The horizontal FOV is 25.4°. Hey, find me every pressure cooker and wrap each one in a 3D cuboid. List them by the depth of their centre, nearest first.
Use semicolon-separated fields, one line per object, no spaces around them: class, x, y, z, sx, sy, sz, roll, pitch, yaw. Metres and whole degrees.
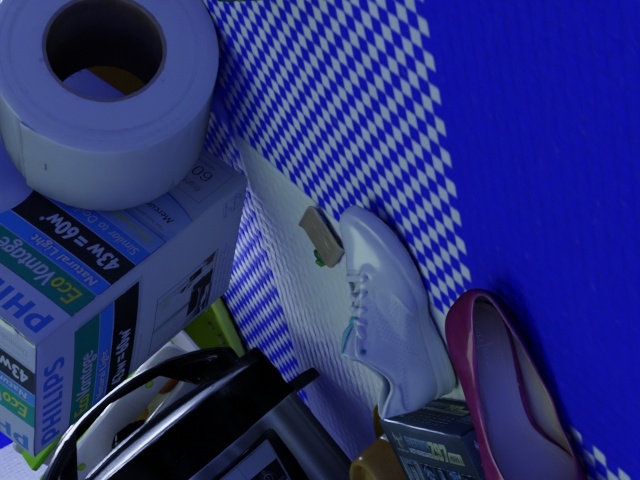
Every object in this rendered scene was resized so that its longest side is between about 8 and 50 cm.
pressure cooker;-0.134;0.355;1.760;0.420;0.375;0.370;51;-154;4

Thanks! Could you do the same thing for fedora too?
fedora;0.087;0.279;1.598;0.194;0.079;0.194;53;161;27

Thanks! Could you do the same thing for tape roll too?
tape roll;-0.239;-0.174;1.572;0.246;0.246;0.169;58;161;13

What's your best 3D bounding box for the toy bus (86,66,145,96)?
toy bus;-0.298;-0.222;1.888;0.130;0.108;0.332;33;146;57

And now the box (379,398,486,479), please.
box;0.154;0.251;1.399;0.183;0.059;0.233;63;163;-4

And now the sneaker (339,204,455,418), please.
sneaker;0.053;0.073;1.363;0.212;0.094;0.080;66;164;-12

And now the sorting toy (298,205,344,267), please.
sorting toy;0.000;0.000;1.538;0.062;0.012;0.083;54;158;10

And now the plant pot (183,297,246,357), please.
plant pot;-0.253;0.160;2.155;0.227;0.228;0.207;66;169;-6

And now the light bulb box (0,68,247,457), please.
light bulb box;-0.344;-0.001;1.720;0.358;0.361;0.225;33;140;18

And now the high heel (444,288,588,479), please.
high heel;0.172;0.155;1.176;0.117;0.082;0.244;88;164;-73

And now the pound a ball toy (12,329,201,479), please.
pound a ball toy;-0.283;0.199;1.980;0.136;0.319;0.208;37;-176;-43
